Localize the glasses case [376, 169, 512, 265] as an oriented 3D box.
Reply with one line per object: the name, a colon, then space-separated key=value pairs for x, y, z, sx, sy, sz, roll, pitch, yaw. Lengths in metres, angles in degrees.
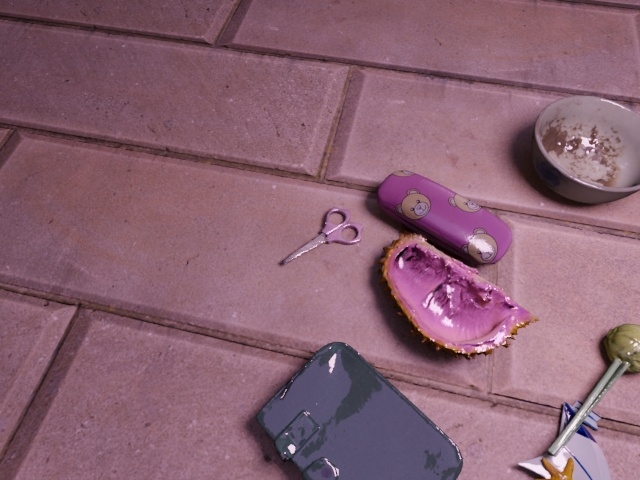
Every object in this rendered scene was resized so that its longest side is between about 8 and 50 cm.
glasses case: x=0.275 y=-0.056 z=1.013 sx=0.316 sy=0.075 sz=0.123 roll=33 pitch=66 yaw=19

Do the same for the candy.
candy: x=0.530 y=0.280 z=0.843 sx=0.336 sy=0.092 sz=0.093 roll=-37 pitch=94 yaw=-19

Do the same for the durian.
durian: x=0.246 y=0.130 z=0.930 sx=0.341 sy=0.112 sz=0.191 roll=37 pitch=77 yaw=28

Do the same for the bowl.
bowl: x=0.635 y=-0.194 z=1.074 sx=0.290 sy=0.146 sz=0.289 roll=0 pitch=60 yaw=0

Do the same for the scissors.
scissors: x=0.000 y=0.000 z=1.053 sx=0.212 sy=0.021 sz=0.110 roll=-32 pitch=68 yaw=-16

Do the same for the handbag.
handbag: x=0.069 y=0.364 z=0.812 sx=0.326 sy=0.089 sz=0.238 roll=41 pitch=71 yaw=21

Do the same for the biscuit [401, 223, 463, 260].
biscuit: x=0.286 y=-0.031 z=1.059 sx=0.188 sy=0.027 sz=0.187 roll=-1 pitch=60 yaw=2

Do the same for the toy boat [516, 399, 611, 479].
toy boat: x=0.446 y=0.425 z=0.797 sx=0.221 sy=0.067 sz=0.291 roll=23 pitch=53 yaw=13
